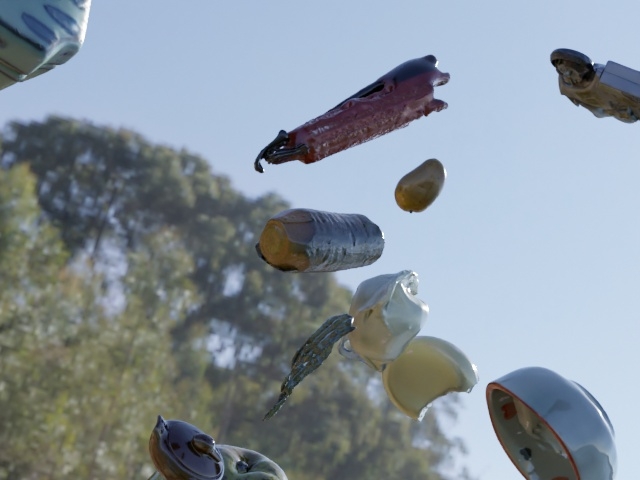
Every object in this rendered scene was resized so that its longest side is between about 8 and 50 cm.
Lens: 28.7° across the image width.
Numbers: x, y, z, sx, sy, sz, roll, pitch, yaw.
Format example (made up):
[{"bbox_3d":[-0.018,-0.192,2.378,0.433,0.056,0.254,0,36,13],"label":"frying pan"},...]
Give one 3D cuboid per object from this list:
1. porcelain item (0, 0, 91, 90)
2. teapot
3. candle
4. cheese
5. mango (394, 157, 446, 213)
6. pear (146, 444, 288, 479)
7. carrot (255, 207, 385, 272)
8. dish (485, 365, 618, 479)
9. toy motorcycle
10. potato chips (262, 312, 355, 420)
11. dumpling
[{"bbox_3d":[-0.424,-0.355,1.569,0.157,0.286,0.281,-21,-40,36],"label":"porcelain item"},{"bbox_3d":[-0.183,0.290,1.727,0.129,0.098,0.078,40,-59,-17],"label":"teapot"},{"bbox_3d":[0.040,-0.147,1.486,0.084,0.301,0.059,39,-37,37],"label":"candle"},{"bbox_3d":[0.163,0.222,2.323,0.249,0.163,0.071,43,14,10],"label":"cheese"},{"bbox_3d":[0.187,-0.102,2.326,0.080,0.114,0.060,34,-8,15],"label":"mango"},{"bbox_3d":[-0.178,0.505,2.198,0.303,0.304,0.304,14,-20,5],"label":"pear"},{"bbox_3d":[0.000,0.000,1.528,0.082,0.082,0.173,-3,1,41],"label":"carrot"},{"bbox_3d":[0.383,0.306,1.993,0.256,0.117,0.256,52,-17,23],"label":"dish"},{"bbox_3d":[0.433,-0.216,1.843,0.225,0.073,0.152,24,-9,2],"label":"toy motorcycle"},{"bbox_3d":[-0.020,0.189,1.909,0.028,0.207,0.092,36,12,-17],"label":"potato chips"},{"bbox_3d":[0.119,0.127,2.174,0.132,0.162,0.250,21,-32,12],"label":"dumpling"}]
